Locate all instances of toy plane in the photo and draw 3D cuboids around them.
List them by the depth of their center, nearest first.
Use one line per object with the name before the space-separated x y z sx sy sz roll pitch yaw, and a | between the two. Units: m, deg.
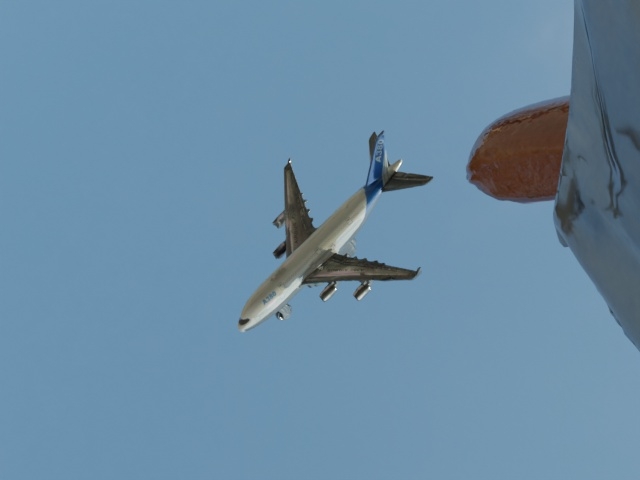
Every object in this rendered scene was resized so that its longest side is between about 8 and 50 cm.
toy plane | 0.002 0.000 0.554 0.084 0.024 0.078 -53 -131 5

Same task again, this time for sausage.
sausage | 0.258 -0.078 1.256 0.348 0.094 0.097 1 -157 43

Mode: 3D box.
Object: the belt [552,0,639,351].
belt | 0.128 -0.057 0.404 0.139 0.230 0.126 -26 -129 -16
